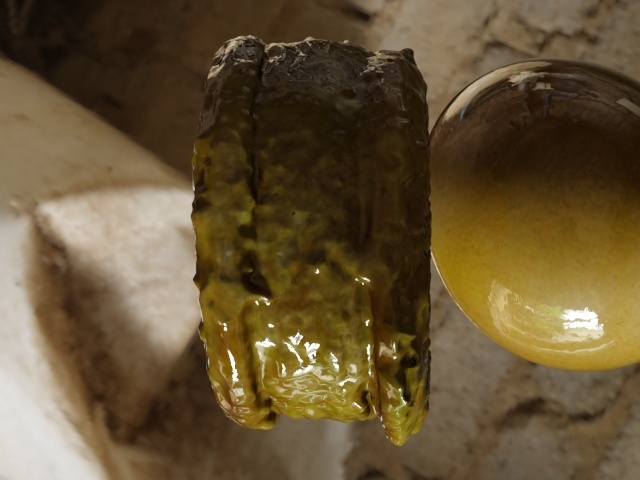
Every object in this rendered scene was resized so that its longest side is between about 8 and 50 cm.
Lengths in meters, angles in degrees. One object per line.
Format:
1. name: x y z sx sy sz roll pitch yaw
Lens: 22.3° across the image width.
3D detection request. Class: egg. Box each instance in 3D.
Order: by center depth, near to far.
1. egg: 0.211 -0.030 1.398 0.250 0.322 0.250 -8 124 -12

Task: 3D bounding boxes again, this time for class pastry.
1. pastry: 0.000 0.000 0.748 0.189 0.103 0.189 -1 90 -86
